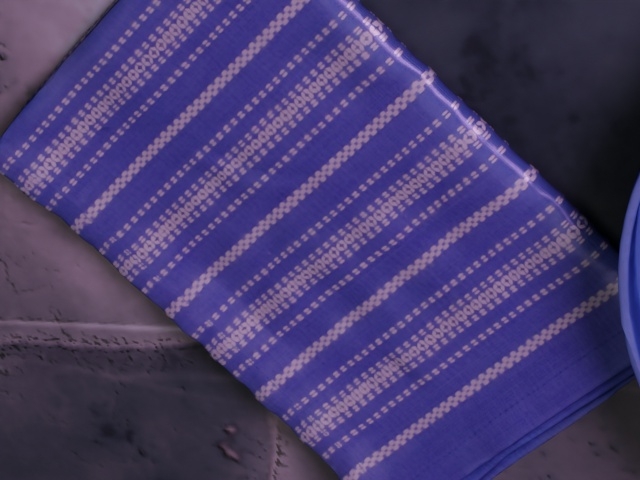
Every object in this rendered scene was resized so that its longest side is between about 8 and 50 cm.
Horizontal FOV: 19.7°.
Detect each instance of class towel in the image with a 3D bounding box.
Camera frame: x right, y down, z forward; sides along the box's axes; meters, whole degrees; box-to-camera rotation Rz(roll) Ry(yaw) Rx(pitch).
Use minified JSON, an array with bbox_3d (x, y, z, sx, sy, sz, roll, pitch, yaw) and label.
[{"bbox_3d":[0.000,0.000,0.993,0.336,0.040,0.243,43,129,-8],"label":"towel"}]

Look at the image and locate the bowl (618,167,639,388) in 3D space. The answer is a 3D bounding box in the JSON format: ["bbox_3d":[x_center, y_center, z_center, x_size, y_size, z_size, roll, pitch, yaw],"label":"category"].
[{"bbox_3d":[0.334,0.023,0.834,0.391,0.077,0.391,12,127,16],"label":"bowl"}]
